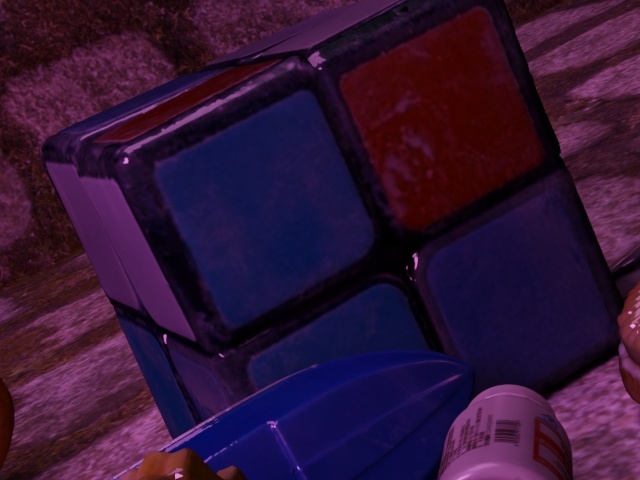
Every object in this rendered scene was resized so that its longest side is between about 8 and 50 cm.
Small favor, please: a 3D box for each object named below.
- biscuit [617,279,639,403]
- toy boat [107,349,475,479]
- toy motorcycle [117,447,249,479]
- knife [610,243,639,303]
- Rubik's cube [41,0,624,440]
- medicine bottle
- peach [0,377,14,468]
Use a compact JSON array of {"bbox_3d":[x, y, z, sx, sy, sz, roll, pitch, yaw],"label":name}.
[{"bbox_3d":[0.307,0.033,0.927,0.259,0.079,0.259,-24,11,5],"label":"biscuit"},{"bbox_3d":[-0.013,0.156,0.936,0.295,0.129,0.088,-29,2,-23],"label":"toy boat"},{"bbox_3d":[-0.102,0.244,0.560,0.237,0.169,0.410,-28,27,16],"label":"toy motorcycle"},{"bbox_3d":[0.307,-0.010,1.228,0.073,0.041,0.265,-29,5,46],"label":"knife"},{"bbox_3d":[0.000,0.000,1.138,0.316,0.318,0.313,-29,13,-16],"label":"Rubik's cube"},{"bbox_3d":[0.110,0.140,0.857,0.079,0.079,0.140,-22,11,15],"label":"medicine bottle"},{"bbox_3d":[-0.414,0.185,1.370,0.281,0.238,0.281,-10,4,1],"label":"peach"}]
